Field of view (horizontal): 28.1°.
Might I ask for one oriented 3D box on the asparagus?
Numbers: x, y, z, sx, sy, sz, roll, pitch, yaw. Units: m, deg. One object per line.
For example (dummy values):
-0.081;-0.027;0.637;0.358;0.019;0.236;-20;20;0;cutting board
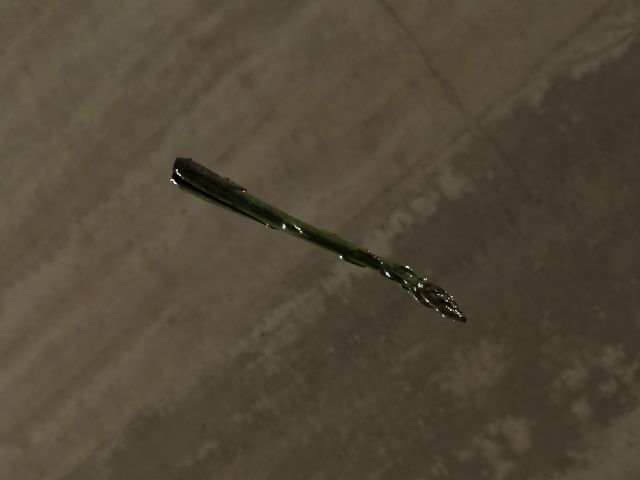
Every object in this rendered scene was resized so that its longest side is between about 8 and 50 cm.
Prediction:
0.000;0.000;0.900;0.023;0.233;0.022;-63;-3;-14;asparagus
